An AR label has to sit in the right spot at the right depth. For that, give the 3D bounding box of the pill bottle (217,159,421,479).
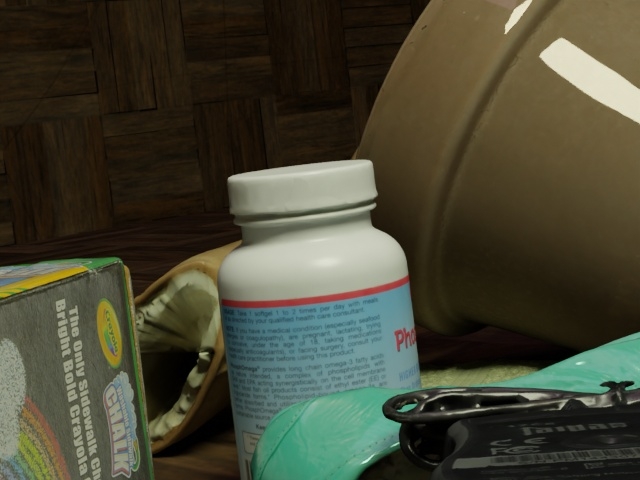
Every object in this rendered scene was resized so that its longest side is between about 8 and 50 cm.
[{"bbox_3d":[0.000,0.047,0.630,0.087,0.160,0.087,-6,6,1],"label":"pill bottle"}]

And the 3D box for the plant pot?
[{"bbox_3d":[0.178,-0.026,0.802,0.229,0.263,0.263,31,25,27],"label":"plant pot"}]

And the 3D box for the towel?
[{"bbox_3d":[0.079,0.089,0.786,0.110,0.027,0.148,-6,6,18],"label":"towel"}]

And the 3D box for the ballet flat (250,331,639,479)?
[{"bbox_3d":[0.098,0.094,0.562,0.247,0.083,0.087,-8,30,-12],"label":"ballet flat"}]

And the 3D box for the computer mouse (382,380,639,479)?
[{"bbox_3d":[0.117,0.077,0.397,0.184,0.060,0.262,-3,0,-1],"label":"computer mouse"}]

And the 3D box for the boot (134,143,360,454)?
[{"bbox_3d":[0.000,0.000,0.857,0.089,0.236,0.269,33,26,20],"label":"boot"}]

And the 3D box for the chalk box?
[{"bbox_3d":[-0.161,0.082,0.617,0.132,0.132,0.213,-4,5,19],"label":"chalk box"}]
